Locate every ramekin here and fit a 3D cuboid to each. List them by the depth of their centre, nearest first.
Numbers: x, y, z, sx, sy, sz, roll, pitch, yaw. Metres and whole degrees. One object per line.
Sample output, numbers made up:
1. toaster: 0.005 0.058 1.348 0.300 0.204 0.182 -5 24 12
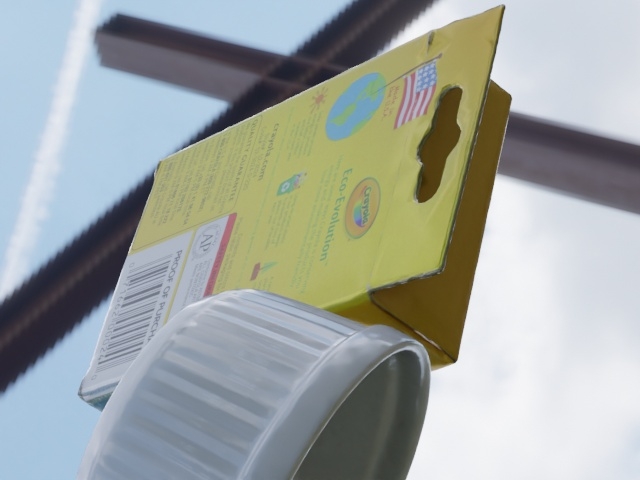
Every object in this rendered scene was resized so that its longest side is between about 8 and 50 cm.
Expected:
1. ramekin: -0.039 0.123 0.924 0.207 0.109 0.207 -50 -24 -33

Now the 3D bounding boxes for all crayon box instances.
1. crayon box: 0.000 0.000 1.111 0.081 0.318 0.202 37 -128 -29
